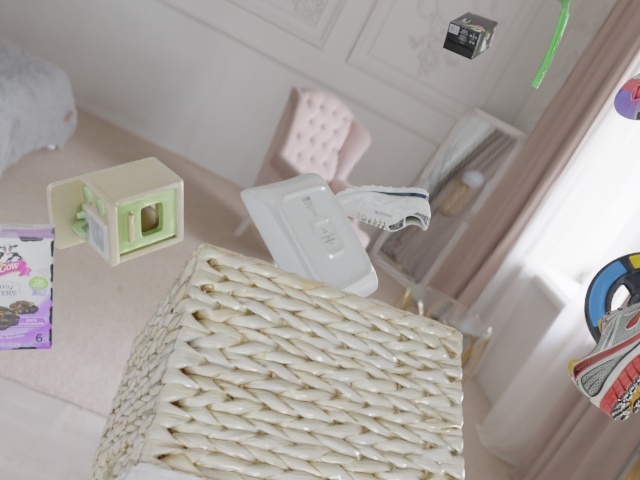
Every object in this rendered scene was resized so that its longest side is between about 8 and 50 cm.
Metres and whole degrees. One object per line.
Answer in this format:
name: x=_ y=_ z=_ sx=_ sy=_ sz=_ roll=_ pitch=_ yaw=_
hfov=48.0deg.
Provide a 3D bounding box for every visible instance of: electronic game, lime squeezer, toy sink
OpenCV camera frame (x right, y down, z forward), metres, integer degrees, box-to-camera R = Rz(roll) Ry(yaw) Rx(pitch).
electronic game: x=0.570 y=0.120 z=1.224 sx=0.229 sy=0.229 sz=0.048 roll=37 pitch=-15 yaw=29
lime squeezer: x=0.327 y=-0.380 z=1.017 sx=0.110 sy=0.310 sz=0.059 roll=-12 pitch=6 yaw=2
toy sink: x=-0.402 y=-0.051 z=1.438 sx=0.234 sy=0.152 sz=0.131 roll=-21 pitch=42 yaw=-36

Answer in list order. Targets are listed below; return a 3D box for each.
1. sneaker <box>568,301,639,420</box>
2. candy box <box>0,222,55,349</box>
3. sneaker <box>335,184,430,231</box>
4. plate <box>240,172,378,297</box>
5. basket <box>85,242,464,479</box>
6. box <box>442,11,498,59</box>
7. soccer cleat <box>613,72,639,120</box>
sneaker: x=0.381 y=0.098 z=0.851 sx=0.093 sy=0.225 sz=0.088 roll=36 pitch=-10 yaw=44
candy box: x=-0.506 y=0.072 z=1.129 sx=0.165 sy=0.196 sz=0.070 roll=1 pitch=22 yaw=-19
sneaker: x=0.139 y=-0.070 z=1.680 sx=0.235 sy=0.094 sz=0.090 roll=-1 pitch=-19 yaw=3
plate: x=0.000 y=0.000 z=1.348 sx=0.278 sy=0.045 sz=0.277 roll=61 pitch=31 yaw=3
basket: x=-0.062 y=0.217 z=0.766 sx=0.331 sy=0.328 sz=0.266 roll=19 pitch=56 yaw=-19
box: x=0.269 y=-0.369 z=1.292 sx=0.062 sy=0.052 sz=0.083 roll=30 pitch=41 yaw=21
soccer cleat: x=0.518 y=-0.221 z=1.051 sx=0.095 sy=0.083 sz=0.248 roll=-9 pitch=7 yaw=-26
